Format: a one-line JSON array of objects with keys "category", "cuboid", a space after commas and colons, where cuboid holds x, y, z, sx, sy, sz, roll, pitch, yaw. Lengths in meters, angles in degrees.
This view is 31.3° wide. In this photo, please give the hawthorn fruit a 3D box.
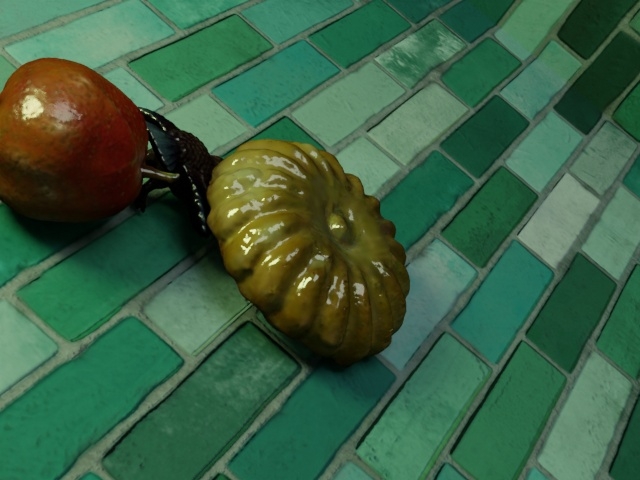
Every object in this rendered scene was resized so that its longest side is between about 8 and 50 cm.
[{"category": "hawthorn fruit", "cuboid": [-0.273, -0.107, 1.330, 0.226, 0.196, 0.196, 20, 38, -15]}]

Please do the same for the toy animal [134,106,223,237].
[{"category": "toy animal", "cuboid": [-0.171, -0.098, 1.475, 0.179, 0.116, 0.218, -12, 58, -48]}]

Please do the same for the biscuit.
[{"category": "biscuit", "cuboid": [0.000, 0.000, 1.476, 0.326, 0.107, 0.325, 34, 35, -27]}]
